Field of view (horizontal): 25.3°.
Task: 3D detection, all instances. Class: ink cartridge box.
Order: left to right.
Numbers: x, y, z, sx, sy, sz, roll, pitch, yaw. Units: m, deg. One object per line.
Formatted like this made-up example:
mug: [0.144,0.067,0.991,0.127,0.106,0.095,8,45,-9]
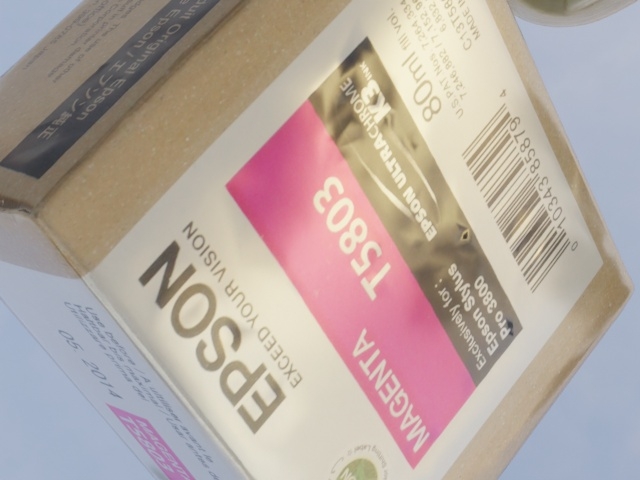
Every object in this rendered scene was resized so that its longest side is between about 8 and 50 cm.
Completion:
ink cartridge box: [0.000,0.000,0.518,0.088,0.235,0.193,15,-123,46]

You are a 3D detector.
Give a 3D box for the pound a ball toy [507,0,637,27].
pound a ball toy: [0.116,-0.256,0.717,0.136,0.208,0.319,26,-122,-27]
